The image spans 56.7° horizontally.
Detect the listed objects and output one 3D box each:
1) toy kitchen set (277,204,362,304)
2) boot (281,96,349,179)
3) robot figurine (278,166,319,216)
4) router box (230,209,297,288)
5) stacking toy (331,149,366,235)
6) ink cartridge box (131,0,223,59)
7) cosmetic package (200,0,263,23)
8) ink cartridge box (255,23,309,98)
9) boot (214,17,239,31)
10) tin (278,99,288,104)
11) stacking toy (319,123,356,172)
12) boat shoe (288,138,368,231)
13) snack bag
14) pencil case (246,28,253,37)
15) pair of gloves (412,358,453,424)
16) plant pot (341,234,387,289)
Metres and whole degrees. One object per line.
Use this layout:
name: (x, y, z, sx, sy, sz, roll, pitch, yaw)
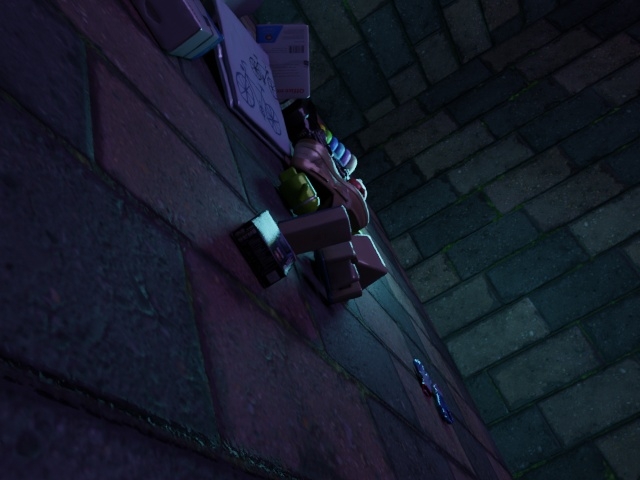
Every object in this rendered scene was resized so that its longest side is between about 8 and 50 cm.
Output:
toy kitchen set: (-0.009, 0.009, 1.118, 0.166, 0.122, 0.207, -109, -175, -53)
boot: (-0.027, -0.301, 1.827, 0.260, 0.131, 0.348, 53, 16, -18)
robot figurine: (-0.047, -0.102, 1.293, 0.115, 0.067, 0.101, 59, -3, -3)
router box: (-0.080, 0.009, 0.867, 0.092, 0.038, 0.122, 58, 9, -7)
stacking toy: (0.102, -0.165, 2.086, 0.279, 0.130, 0.309, 50, 13, -42)
ink cartridge box: (-0.266, -0.419, 1.096, 0.140, 0.082, 0.191, 58, 8, -11)
cosmetic package: (-0.247, -0.656, 1.544, 0.127, 0.107, 0.238, 49, 35, -1)
ink cartridge box: (-0.110, -0.520, 1.722, 0.086, 0.148, 0.203, -114, -158, -65)
boot: (-0.284, -0.642, 1.674, 0.263, 0.091, 0.229, 17, 41, -53)
tin: (-0.162, -0.522, 1.896, 0.190, 0.106, 0.040, 55, 18, -18)
stacking toy: (-0.013, -0.370, 2.197, 0.330, 0.141, 0.141, 46, 14, -27)
boat shoe: (0.017, -0.122, 1.625, 0.341, 0.121, 0.110, 49, 50, -36)
snack bag: (-0.175, -0.402, 1.466, 0.323, 0.037, 0.343, 34, 40, -66)
pencil case: (-0.230, -0.555, 1.705, 0.088, 0.086, 0.206, 17, 26, -22)
pair of gloves: (0.323, 0.437, 1.705, 0.198, 0.023, 0.159, 56, 12, -14)
plant pot: (0.066, 0.049, 1.339, 0.096, 0.109, 0.109, 22, 37, -53)
